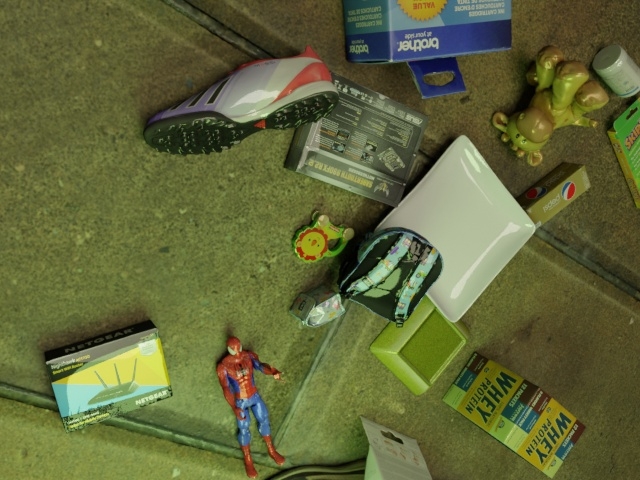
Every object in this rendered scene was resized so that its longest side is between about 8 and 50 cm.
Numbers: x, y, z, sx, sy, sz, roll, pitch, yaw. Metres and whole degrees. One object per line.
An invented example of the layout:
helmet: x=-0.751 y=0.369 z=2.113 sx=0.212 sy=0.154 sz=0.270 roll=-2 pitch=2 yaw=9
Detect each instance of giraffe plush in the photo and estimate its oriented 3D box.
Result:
giraffe plush: x=0.446 y=-0.256 z=1.362 sx=0.170 sy=0.181 sz=0.210 roll=-41 pitch=153 yaw=-2

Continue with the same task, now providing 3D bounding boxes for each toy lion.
toy lion: x=0.000 y=0.000 z=1.249 sx=0.100 sy=0.034 sz=0.096 roll=26 pitch=97 yaw=-31

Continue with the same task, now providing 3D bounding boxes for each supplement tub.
supplement tub: x=0.651 y=-0.368 z=1.471 sx=0.107 sy=0.071 sz=0.071 roll=33 pitch=87 yaw=-30

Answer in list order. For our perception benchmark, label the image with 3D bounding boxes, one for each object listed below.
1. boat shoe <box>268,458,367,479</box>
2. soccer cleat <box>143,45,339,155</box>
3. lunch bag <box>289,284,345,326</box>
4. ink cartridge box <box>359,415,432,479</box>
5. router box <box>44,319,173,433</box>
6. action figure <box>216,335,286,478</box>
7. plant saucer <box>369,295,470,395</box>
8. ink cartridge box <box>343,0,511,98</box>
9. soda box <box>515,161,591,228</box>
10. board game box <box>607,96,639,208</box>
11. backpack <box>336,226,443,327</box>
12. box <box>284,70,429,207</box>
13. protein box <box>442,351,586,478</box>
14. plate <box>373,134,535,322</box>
boat shoe: x=0.018 y=0.525 z=1.334 sx=0.355 sy=0.130 sz=0.132 roll=-7 pitch=106 yaw=-26
soccer cleat: x=-0.134 y=-0.226 z=1.090 sx=0.318 sy=0.109 sz=0.116 roll=-17 pitch=71 yaw=-10
lunch bag: x=-0.009 y=0.123 z=1.250 sx=0.083 sy=0.071 sz=0.053 roll=-27 pitch=112 yaw=-18
ink cartridge box: x=0.156 y=0.477 z=1.359 sx=0.181 sy=0.225 sz=0.056 roll=31 pitch=109 yaw=-30
router box: x=-0.347 y=0.222 z=1.112 sx=0.179 sy=0.046 sz=0.133 roll=-17 pitch=110 yaw=-23
action figure: x=-0.115 y=0.307 z=1.210 sx=0.091 sy=0.139 sz=0.280 roll=-21 pitch=109 yaw=-23
plant saucer: x=0.223 y=0.214 z=1.411 sx=0.188 sy=0.045 sz=0.188 roll=-48 pitch=119 yaw=-9
ink cartridge box: x=0.183 y=-0.453 z=1.161 sx=0.270 sy=0.151 sz=0.396 roll=-14 pitch=111 yaw=-24
soda box: x=0.497 y=-0.097 z=1.465 sx=0.181 sy=0.061 sz=0.058 roll=-35 pitch=116 yaw=-16
board game box: x=0.757 y=-0.209 z=1.589 sx=0.124 sy=0.039 sz=0.259 roll=-42 pitch=121 yaw=-13
backpack: x=0.132 y=0.046 z=1.234 sx=0.158 sy=0.117 sz=0.173 roll=28 pitch=117 yaw=-13
box: x=0.069 y=-0.179 z=1.222 sx=0.231 sy=0.056 sz=0.183 roll=16 pitch=96 yaw=-30
protein box: x=0.417 y=0.375 z=1.465 sx=0.200 sy=0.201 sz=0.136 roll=39 pitch=83 yaw=-30
plate: x=0.268 y=-0.021 z=1.360 sx=0.278 sy=0.045 sz=0.277 roll=-48 pitch=112 yaw=-9
